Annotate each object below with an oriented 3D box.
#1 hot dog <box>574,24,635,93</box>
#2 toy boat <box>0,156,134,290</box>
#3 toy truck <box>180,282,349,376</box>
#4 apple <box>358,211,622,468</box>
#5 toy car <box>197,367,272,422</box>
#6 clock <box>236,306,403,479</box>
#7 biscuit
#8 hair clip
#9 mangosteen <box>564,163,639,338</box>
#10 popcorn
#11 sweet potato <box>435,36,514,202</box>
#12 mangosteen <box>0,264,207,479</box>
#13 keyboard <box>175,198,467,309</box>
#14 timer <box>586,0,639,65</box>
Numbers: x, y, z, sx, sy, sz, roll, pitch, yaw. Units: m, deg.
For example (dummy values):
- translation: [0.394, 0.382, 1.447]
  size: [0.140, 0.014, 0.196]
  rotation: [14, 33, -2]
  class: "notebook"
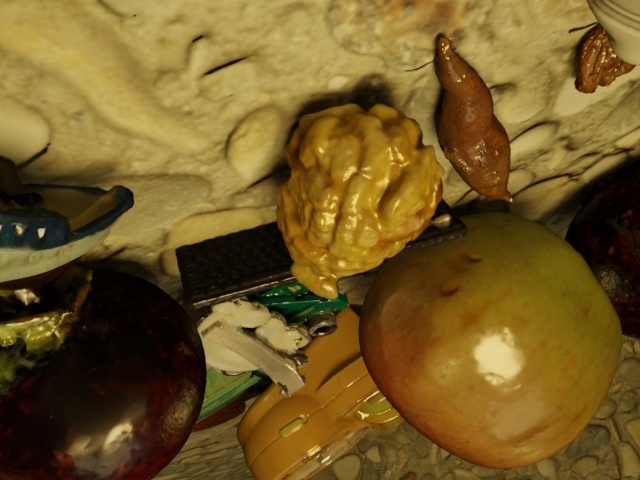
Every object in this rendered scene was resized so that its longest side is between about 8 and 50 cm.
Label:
- translation: [0.271, -0.171, 0.580]
  size: [0.058, 0.035, 0.083]
  rotation: [-26, 156, 4]
  class: "hot dog"
- translation: [-0.233, -0.042, 0.383]
  size: [0.115, 0.114, 0.262]
  rotation: [-59, 146, 5]
  class: "toy boat"
- translation: [-0.081, 0.079, 0.756]
  size: [0.216, 0.110, 0.116]
  rotation: [-29, 142, 21]
  class: "toy truck"
- translation: [0.227, 0.118, 0.832]
  size: [0.305, 0.338, 0.338]
  rotation: [-49, 149, 12]
  class: "apple"
- translation: [-0.192, 0.244, 0.996]
  size: [0.320, 0.097, 0.141]
  rotation: [-28, 160, -24]
  class: "toy car"
- translation: [0.002, 0.298, 1.067]
  size: [0.317, 0.200, 0.244]
  rotation: [-38, 154, -6]
  class: "clock"
- translation: [-0.213, 0.324, 1.229]
  size: [0.277, 0.052, 0.262]
  rotation: [-36, 156, 30]
  class: "biscuit"
- translation: [-0.081, 0.120, 0.692]
  size: [0.116, 0.049, 0.172]
  rotation: [-38, 125, 21]
  class: "hair clip"
- translation: [0.501, 0.022, 0.869]
  size: [0.288, 0.288, 0.288]
  rotation: [-17, 156, -8]
  class: "mangosteen"
- translation: [0.026, -0.038, 0.554]
  size: [0.163, 0.140, 0.194]
  rotation: [-30, 166, 2]
  class: "popcorn"
- translation: [0.138, -0.112, 0.581]
  size: [0.068, 0.068, 0.226]
  rotation: [-26, 137, 13]
  class: "sweet potato"
- translation: [-0.237, 0.111, 0.571]
  size: [0.231, 0.231, 0.289]
  rotation: [-20, 136, -1]
  class: "mangosteen"
- translation: [0.000, 0.000, 0.666]
  size: [0.309, 0.101, 0.018]
  rotation: [-14, 130, -11]
  class: "keyboard"
- translation: [0.326, -0.181, 0.393]
  size: [0.315, 0.291, 0.291]
  rotation: [5, 153, -1]
  class: "timer"
